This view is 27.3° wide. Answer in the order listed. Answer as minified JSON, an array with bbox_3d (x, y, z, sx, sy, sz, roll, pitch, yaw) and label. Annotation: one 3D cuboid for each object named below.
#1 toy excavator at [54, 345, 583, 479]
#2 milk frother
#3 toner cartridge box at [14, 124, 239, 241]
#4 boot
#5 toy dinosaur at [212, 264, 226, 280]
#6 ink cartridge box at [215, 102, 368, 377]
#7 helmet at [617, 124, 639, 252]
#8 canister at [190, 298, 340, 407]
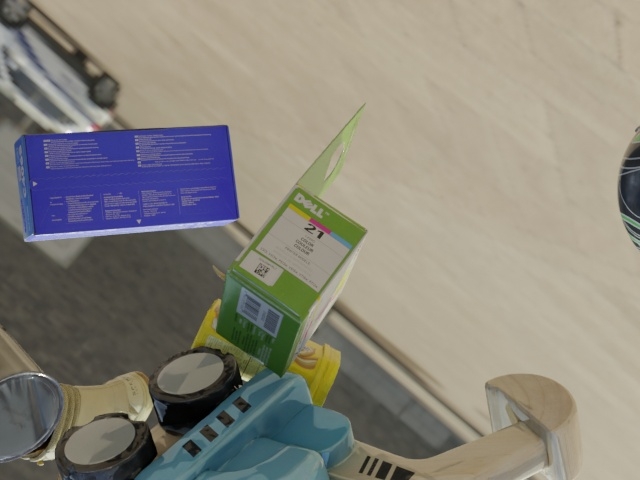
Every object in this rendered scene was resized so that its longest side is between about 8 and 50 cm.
[{"bbox_3d":[0.007,0.268,1.446,0.445,0.433,0.222,13,127,38],"label":"toy excavator"},{"bbox_3d":[-0.300,0.120,1.021,0.135,0.143,0.129,37,-179,41],"label":"milk frother"},{"bbox_3d":[-0.315,-0.096,2.157,0.348,0.165,0.075,-4,173,-24],"label":"toner cartridge box"},{"bbox_3d":[-0.375,0.310,1.940,0.095,0.262,0.203,43,-158,26],"label":"boot"},{"bbox_3d":[-0.071,0.071,1.813,0.183,0.092,0.053,-6,141,29],"label":"toy dinosaur"},{"bbox_3d":[0.000,0.000,1.445,0.097,0.255,0.189,35,156,7],"label":"ink cartridge box"},{"bbox_3d":[0.294,-0.037,0.926,0.169,0.162,0.169,63,-176,-7],"label":"helmet"},{"bbox_3d":[-0.067,0.138,1.604,0.170,0.073,0.126,25,-174,-2],"label":"canister"}]
